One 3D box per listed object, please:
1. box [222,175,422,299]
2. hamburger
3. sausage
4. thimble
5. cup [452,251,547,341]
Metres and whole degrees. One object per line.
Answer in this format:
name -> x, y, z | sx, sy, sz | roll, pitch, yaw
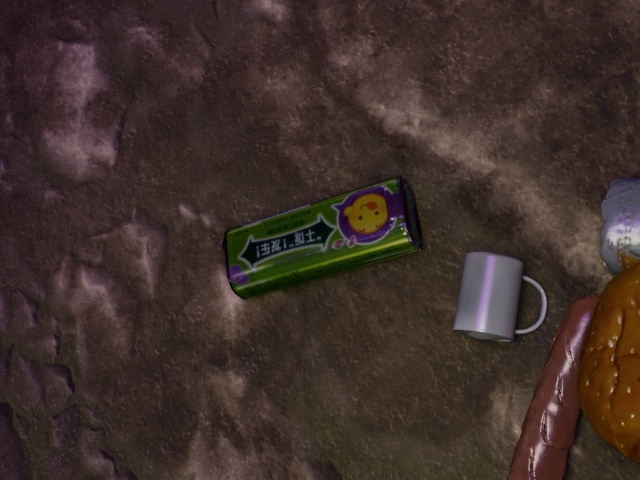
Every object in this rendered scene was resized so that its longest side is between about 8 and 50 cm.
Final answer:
box -> 0.000, 0.000, 1.767 | 0.345, 0.097, 0.134 | -17, 63, 19
hamburger -> 0.492, 0.172, 1.389 | 0.314, 0.170, 0.290 | 6, 83, 64
sausage -> 0.356, 0.281, 1.549 | 0.087, 0.088, 0.433 | 16, 83, 26
thimble -> 0.493, -0.019, 1.536 | 0.117, 0.127, 0.151 | 5, 71, 26
cup -> 0.286, 0.097, 1.629 | 0.099, 0.136, 0.133 | -7, 70, 57
